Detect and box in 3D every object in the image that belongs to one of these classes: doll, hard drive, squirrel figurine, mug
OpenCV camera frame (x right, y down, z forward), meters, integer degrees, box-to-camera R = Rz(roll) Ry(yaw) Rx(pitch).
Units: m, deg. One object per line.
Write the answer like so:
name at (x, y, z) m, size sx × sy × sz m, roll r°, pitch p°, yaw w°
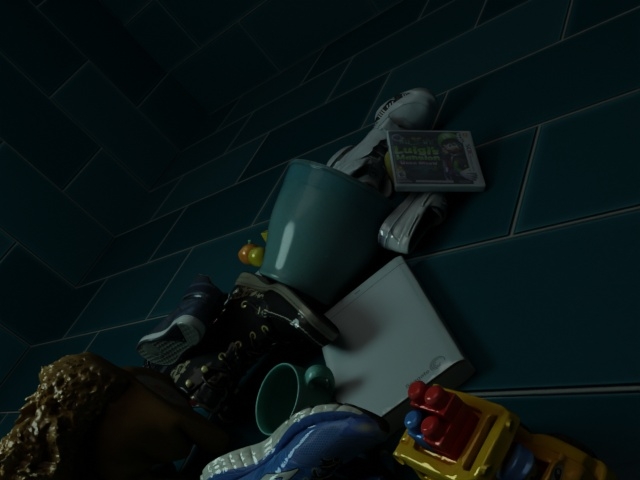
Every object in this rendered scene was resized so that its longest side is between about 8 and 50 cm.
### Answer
doll at (0.061, 0.369, 0.937) m, size 0.189 × 0.046 × 0.129 m, roll -11°, pitch 41°, yaw 53°
hard drive at (0.114, 0.187, 1.138) m, size 0.233 × 0.047 × 0.353 m, roll -39°, pitch 26°, yaw 9°
squirrel figurine at (-0.429, 0.426, 1.173) m, size 0.281 × 0.397 × 0.370 m, roll 23°, pitch 80°, yaw 53°
mug at (-0.032, 0.290, 1.107) m, size 0.158 × 0.097 × 0.129 m, roll -16°, pitch 56°, yaw 51°

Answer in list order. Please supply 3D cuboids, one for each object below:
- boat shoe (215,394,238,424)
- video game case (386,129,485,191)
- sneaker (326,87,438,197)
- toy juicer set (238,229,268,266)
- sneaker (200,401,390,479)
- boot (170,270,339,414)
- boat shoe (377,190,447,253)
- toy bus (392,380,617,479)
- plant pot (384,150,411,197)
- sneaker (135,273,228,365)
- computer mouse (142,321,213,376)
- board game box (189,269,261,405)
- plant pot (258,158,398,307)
boat shoe at (-0.218, 0.350, 1.369) m, size 0.049 × 0.056 × 0.152 m, roll -63°, pitch 28°, yaw 22°
video game case at (0.244, -0.173, 1.346) m, size 0.191 × 0.022 × 0.173 m, roll 0°, pitch 51°, yaw -4°
sneaker at (0.166, -0.221, 1.592) m, size 0.366 × 0.137 × 0.210 m, roll -41°, pitch 26°, yaw 18°
toy juicer set at (-0.086, -0.009, 1.592) m, size 0.329 × 0.089 × 0.209 m, roll -10°, pitch 13°, yaw 47°
sneaker at (-0.031, 0.358, 0.932) m, size 0.330 × 0.130 × 0.147 m, roll -35°, pitch 46°, yaw 18°
boot at (-0.143, 0.218, 1.252) m, size 0.284 × 0.138 × 0.377 m, roll -52°, pitch 31°, yaw -13°
boat shoe at (0.227, -0.063, 1.331) m, size 0.084 × 0.095 × 0.258 m, roll 26°, pitch 63°, yaw 31°
toy bus at (0.195, 0.252, 0.737) m, size 0.220 × 0.211 × 0.149 m, roll 4°, pitch 50°, yaw 55°
plant pot at (0.217, -0.152, 1.437) m, size 0.134 × 0.134 × 0.095 m, roll -25°, pitch 53°, yaw 34°
sneaker at (-0.283, 0.164, 1.306) m, size 0.226 × 0.086 × 0.163 m, roll -30°, pitch 25°, yaw 38°
computer mouse at (-0.331, 0.265, 1.493) m, size 0.272 × 0.072 × 0.188 m, roll -49°, pitch 25°, yaw 17°
board game box at (-0.216, 0.223, 1.536) m, size 0.317 × 0.064 × 0.242 m, roll -38°, pitch 26°, yaw 10°
plant pot at (0.000, 0.000, 1.370) m, size 0.272 × 0.272 × 0.255 m, roll 13°, pitch 75°, yaw 60°
